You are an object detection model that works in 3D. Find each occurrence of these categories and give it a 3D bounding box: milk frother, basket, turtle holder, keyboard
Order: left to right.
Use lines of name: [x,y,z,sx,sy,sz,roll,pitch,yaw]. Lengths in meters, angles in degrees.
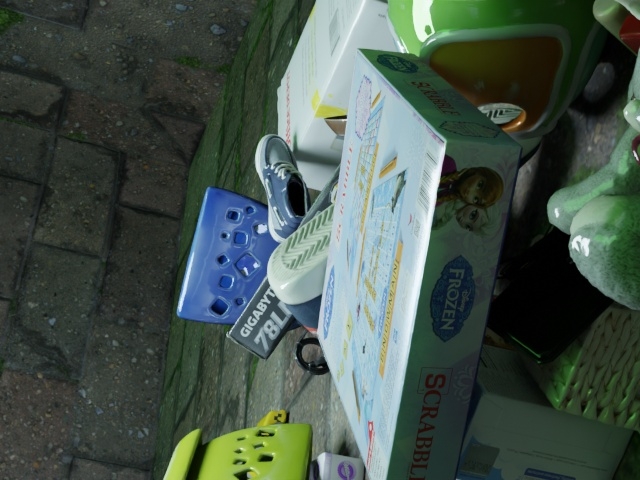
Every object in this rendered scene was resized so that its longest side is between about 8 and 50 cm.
milk frother: [0.003,0.131,1.720,0.143,0.129,0.135,56,165,7]
turtle holder: [0.181,-0.244,1.149,0.320,0.243,0.228,-122,21,-63]
keyboard: [0.215,0.016,0.861,0.192,0.038,0.100,-42,48,-9]
basket: [0.237,0.074,0.918,0.167,0.103,0.113,-114,40,-65]

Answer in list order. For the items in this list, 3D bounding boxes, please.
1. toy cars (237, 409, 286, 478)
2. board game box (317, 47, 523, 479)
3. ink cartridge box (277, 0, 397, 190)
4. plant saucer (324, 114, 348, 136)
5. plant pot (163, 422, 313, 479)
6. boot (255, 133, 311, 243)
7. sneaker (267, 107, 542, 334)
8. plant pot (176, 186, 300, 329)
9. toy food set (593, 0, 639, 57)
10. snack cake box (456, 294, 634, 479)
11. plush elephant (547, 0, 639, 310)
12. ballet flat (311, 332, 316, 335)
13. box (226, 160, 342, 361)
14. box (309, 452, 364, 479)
toy cars: [-0.146,0.493,1.943,0.176,0.087,0.394,-128,53,-71]
board game box: [0.072,0.017,0.963,0.318,0.065,0.319,-114,30,-65]
ink cartridge box: [0.067,-0.300,1.744,0.279,0.160,0.385,-92,22,-44]
plant saucer: [0.089,-0.171,1.567,0.168,0.168,0.029,-153,59,-74]
plant pot: [-0.124,0.408,1.553,0.227,0.207,0.228,-80,-8,-69]
boot: [-0.051,-0.095,1.650,0.086,0.069,0.190,127,135,-57]
sneaker: [0.114,-0.010,1.216,0.350,0.148,0.131,-34,30,0]
plant pot: [-0.109,0.046,1.896,0.236,0.212,0.236,42,-118,-85]
toy food set: [0.328,-0.195,0.912,0.232,0.104,0.111,9,72,57]
snack cake box: [0.166,0.133,1.027,0.264,0.152,0.089,-115,41,-67]
plush elephant: [0.260,-0.051,0.675,0.330,0.272,0.255,-47,32,-1]
ballet flat: [0.059,0.052,1.587,0.222,0.079,0.077,-58,17,-2]
box: [0.000,0.000,1.486,0.296,0.073,0.293,-57,-3,13]
box: [0.010,0.457,1.461,0.063,0.067,0.324,129,152,-58]
